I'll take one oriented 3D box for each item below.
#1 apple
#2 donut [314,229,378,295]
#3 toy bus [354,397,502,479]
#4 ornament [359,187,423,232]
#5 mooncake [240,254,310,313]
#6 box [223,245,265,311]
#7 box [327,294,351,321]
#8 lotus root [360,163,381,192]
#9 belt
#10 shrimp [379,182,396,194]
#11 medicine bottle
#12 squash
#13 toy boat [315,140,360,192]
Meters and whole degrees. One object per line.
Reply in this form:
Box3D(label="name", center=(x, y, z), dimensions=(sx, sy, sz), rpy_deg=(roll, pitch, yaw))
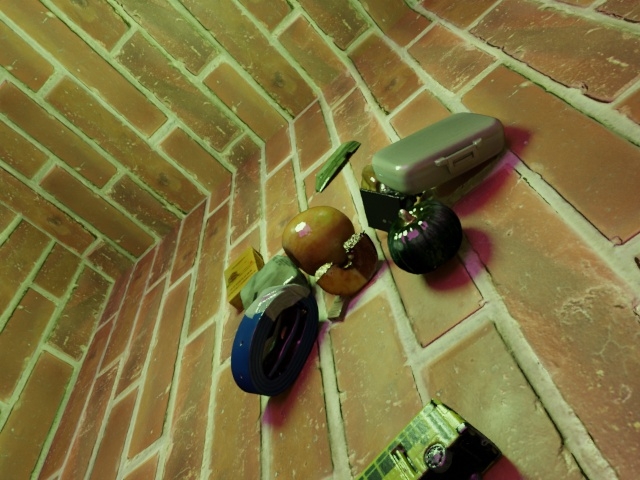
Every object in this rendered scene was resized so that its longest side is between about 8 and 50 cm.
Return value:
Box3D(label="apple", center=(0.000, 0.000, 1.839), dimensions=(0.254, 0.253, 0.253), rpy_deg=(-36, 28, 23))
Box3D(label="donut", center=(0.085, 0.084, 1.702), dimensions=(0.217, 0.141, 0.085), rpy_deg=(-41, 16, -6))
Box3D(label="toy bus", center=(0.197, 0.436, 1.042), dimensions=(0.262, 0.128, 0.150), rpy_deg=(-47, 26, 1))
Box3D(label="ornament", center=(0.257, -0.131, 1.757), dimensions=(0.153, 0.166, 0.196), rpy_deg=(20, 48, 40))
Box3D(label="mooncake", center=(-0.157, 0.185, 1.923), dimensions=(0.250, 0.136, 0.254), rpy_deg=(-45, 31, 9))
Box3D(label="box", center=(-0.310, 0.153, 2.271), dimensions=(0.174, 0.076, 0.274), rpy_deg=(-42, 26, 7))
Box3D(label="box", center=(0.057, 0.209, 1.691), dimensions=(0.053, 0.024, 0.083), rpy_deg=(-16, 38, 46))
Box3D(label="lotus root", center=(0.200, -0.216, 1.999), dimensions=(0.159, 0.095, 0.135), rpy_deg=(-45, 29, 17))
Box3D(label="belt", center=(-0.139, 0.296, 1.656), dimensions=(0.117, 0.212, 0.346), rpy_deg=(-12, 47, 52))
Box3D(label="shrimp", center=(0.290, -0.239, 1.916), dimensions=(0.232, 0.079, 0.090), rpy_deg=(-50, -13, -17))
Box3D(label="medicine bottle", center=(0.359, -0.271, 1.674), dimensions=(0.375, 0.122, 0.282), rpy_deg=(-26, 24, -11))
Box3D(label="squash", center=(0.280, -0.009, 1.487), dimensions=(0.218, 0.172, 0.218), rpy_deg=(-17, 42, 16))
Box3D(label="toy boat", center=(0.063, -0.338, 2.415), dimensions=(0.293, 0.055, 0.093), rpy_deg=(-52, 24, -9))
